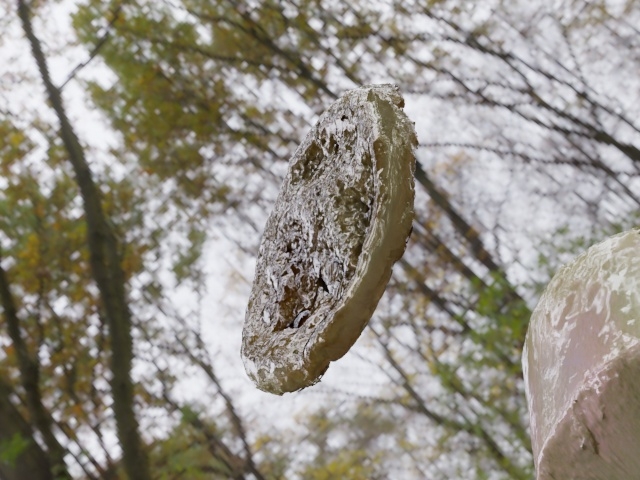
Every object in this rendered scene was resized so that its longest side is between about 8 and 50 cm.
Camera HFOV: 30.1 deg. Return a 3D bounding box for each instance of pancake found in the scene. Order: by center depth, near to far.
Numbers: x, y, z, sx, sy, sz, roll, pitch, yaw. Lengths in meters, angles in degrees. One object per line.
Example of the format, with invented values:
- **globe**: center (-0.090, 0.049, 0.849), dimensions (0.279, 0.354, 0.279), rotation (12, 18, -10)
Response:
- **pancake**: center (0.002, 0.000, 1.241), dimensions (0.065, 0.356, 0.356), rotation (17, -59, -22)

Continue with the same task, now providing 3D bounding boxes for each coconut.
- **coconut**: center (0.319, 0.154, 0.979), dimensions (0.297, 0.297, 0.309), rotation (-57, 16, 24)
